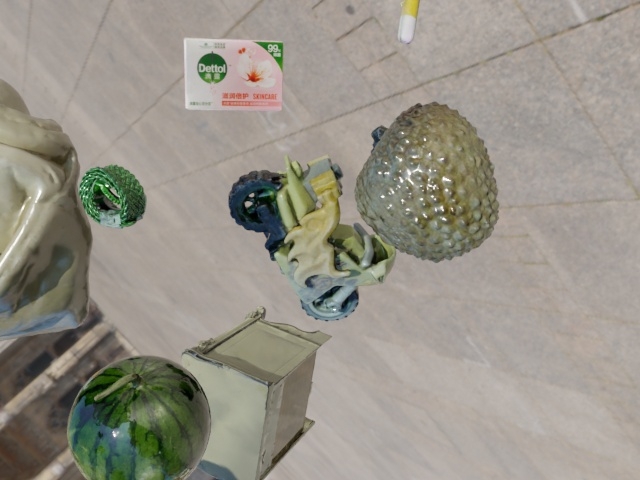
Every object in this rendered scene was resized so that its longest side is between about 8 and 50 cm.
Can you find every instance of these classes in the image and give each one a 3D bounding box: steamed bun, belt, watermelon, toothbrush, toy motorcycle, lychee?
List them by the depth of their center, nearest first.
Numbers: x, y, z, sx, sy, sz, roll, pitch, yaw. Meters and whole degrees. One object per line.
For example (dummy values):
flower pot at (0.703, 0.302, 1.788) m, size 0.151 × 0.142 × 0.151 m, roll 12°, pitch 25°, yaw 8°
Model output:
toothbrush at (0.120, -0.357, 0.795) m, size 0.021 × 0.288 × 0.024 m, roll 16°, pitch 162°, yaw -14°
steamed bun at (-0.479, -0.019, 0.874) m, size 0.343 × 0.255 × 0.367 m, roll 19°, pitch 119°, yaw 36°
watermelon at (-0.239, 0.237, 0.881) m, size 0.188 × 0.188 × 0.214 m, roll 33°, pitch 133°, yaw 34°
lychee at (0.186, -0.098, 1.139) m, size 0.274 × 0.255 × 0.255 m, roll 40°, pitch 161°, yaw 17°
toy motorcycle at (0.000, 0.000, 1.318) m, size 0.410 × 0.237 × 0.168 m, roll 54°, pitch -168°, yaw -36°
belt at (-0.429, -0.092, 1.398) m, size 0.151 × 0.079 × 0.121 m, roll 35°, pitch 116°, yaw 20°

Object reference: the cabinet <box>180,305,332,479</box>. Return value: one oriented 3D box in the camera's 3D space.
cabinet at (-0.156, 0.357, 1.571) m, size 0.228 × 0.318 × 0.289 m, roll 17°, pitch 111°, yaw 22°

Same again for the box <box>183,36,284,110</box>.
box at (-0.110, -0.211, 0.844) m, size 0.043 × 0.125 × 0.089 m, roll -123°, pitch 32°, yaw -68°
